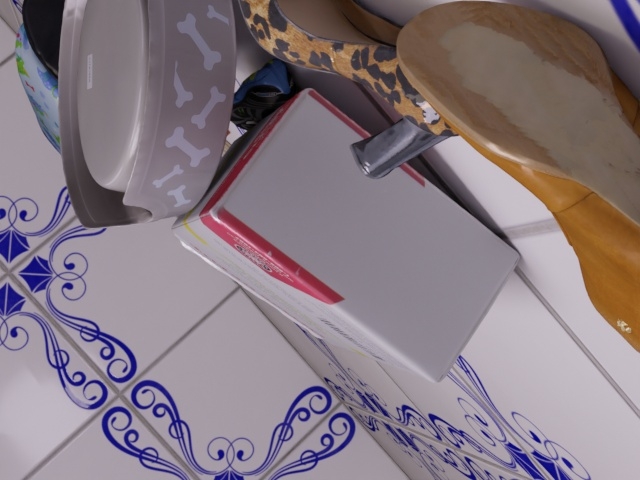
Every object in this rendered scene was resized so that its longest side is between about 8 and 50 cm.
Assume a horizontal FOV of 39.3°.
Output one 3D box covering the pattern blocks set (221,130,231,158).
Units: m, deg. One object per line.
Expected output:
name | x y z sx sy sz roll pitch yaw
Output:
pattern blocks set | -0.158 -0.131 1.593 0.325 0.026 0.285 37 164 39

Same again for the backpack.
backpack | -0.354 -0.243 1.470 0.290 0.273 0.355 45 178 -1

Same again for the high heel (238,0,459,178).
high heel | 0.031 -0.186 0.699 0.261 0.093 0.186 57 150 -2

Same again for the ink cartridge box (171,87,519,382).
ink cartridge box | 0.000 0.000 1.019 0.279 0.160 0.384 36 170 -12

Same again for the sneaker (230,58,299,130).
sneaker | -0.066 -0.158 1.088 0.078 0.067 0.188 55 164 -4

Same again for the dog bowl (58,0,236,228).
dog bowl | -0.197 -0.181 0.979 0.348 0.102 0.349 -4 86 61

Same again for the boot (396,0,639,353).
boot | 0.177 -0.021 0.594 0.295 0.104 0.211 36 164 28
